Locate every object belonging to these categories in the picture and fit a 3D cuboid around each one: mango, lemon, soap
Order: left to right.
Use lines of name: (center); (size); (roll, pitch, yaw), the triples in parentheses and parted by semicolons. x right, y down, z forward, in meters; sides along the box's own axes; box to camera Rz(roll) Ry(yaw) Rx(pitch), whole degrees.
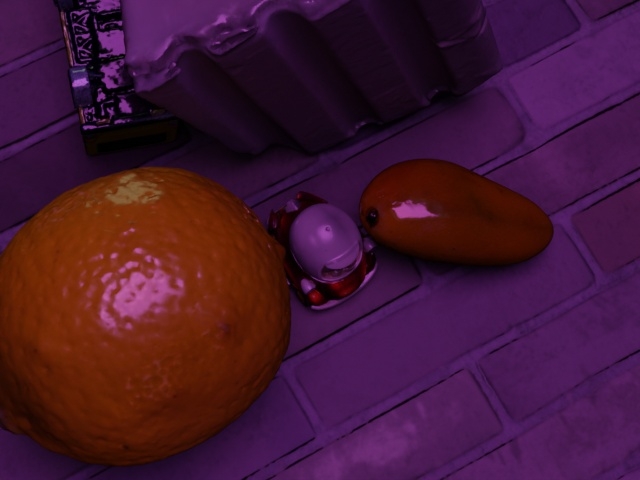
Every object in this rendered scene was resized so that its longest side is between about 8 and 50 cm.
lemon: (-0.196, 0.080, 1.473); (0.336, 0.336, 0.336); (2, 71, -4)
soap: (-0.004, -0.265, 1.524); (0.350, 0.435, 0.213); (-24, 74, 11)
mango: (0.164, -0.032, 1.641); (0.253, 0.113, 0.138); (8, 30, -19)

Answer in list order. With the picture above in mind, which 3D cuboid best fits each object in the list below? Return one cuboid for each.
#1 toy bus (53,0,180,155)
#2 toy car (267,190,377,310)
toy bus: (-0.253, -0.246, 1.661); (0.128, 0.150, 0.262); (-11, 78, -9)
toy car: (0.000, 0.000, 1.620); (0.112, 0.112, 0.139); (-34, 78, -14)
